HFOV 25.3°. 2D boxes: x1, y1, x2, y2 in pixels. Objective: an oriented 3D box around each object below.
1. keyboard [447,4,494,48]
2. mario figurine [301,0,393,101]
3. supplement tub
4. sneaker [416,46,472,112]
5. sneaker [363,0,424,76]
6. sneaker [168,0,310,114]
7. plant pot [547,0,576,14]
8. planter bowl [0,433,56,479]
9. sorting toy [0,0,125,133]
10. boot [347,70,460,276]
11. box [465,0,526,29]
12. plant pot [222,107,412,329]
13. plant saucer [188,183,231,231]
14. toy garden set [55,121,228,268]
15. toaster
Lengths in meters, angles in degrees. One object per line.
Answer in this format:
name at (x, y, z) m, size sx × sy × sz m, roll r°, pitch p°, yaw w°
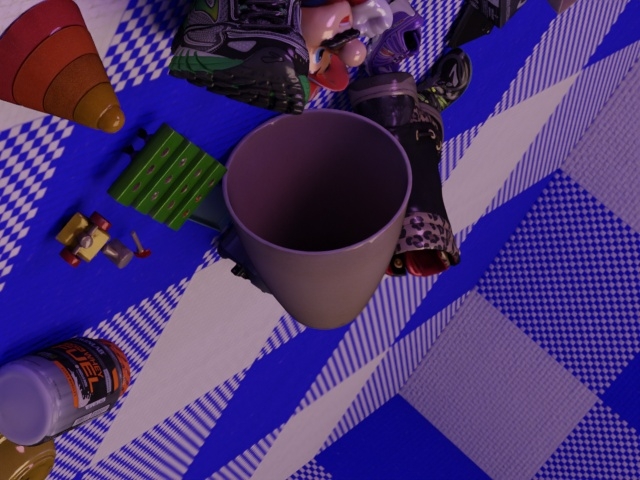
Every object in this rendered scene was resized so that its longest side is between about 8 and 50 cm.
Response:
keyboard at (0.322, -0.457, 2.337) m, size 0.201 × 0.033 × 0.317 m, roll -28°, pitch 156°, yaw -42°
mario figurine at (0.036, -0.292, 1.644) m, size 0.198 × 0.170 × 0.320 m, roll 5°, pitch 126°, yaw -28°
supplement tub at (-0.347, 0.197, 1.922) m, size 0.117 × 0.117 × 0.190 m, roll -55°, pitch 165°, yaw 25°
sneaker at (0.191, -0.245, 2.426) m, size 0.188 × 0.067 × 0.078 m, roll -50°, pitch 172°, yaw 20°
sneaker at (0.112, -0.283, 2.096) m, size 0.068 × 0.071 × 0.170 m, roll -41°, pitch 165°, yaw -24°
sneaker at (-0.079, -0.223, 1.435) m, size 0.343 × 0.134 × 0.146 m, roll -123°, pitch -129°, yaw -67°
plant pot at (0.395, -0.452, 2.301) m, size 0.109 × 0.096 × 0.109 m, roll -39°, pitch 161°, yaw -17°
planter bowl at (-0.439, 0.312, 2.004) m, size 0.217 × 0.090 × 0.217 m, roll -43°, pitch 165°, yaw -15°
sorting toy at (-0.150, -0.238, 1.355) m, size 0.365 × 0.126 × 0.127 m, roll -48°, pitch 165°, yaw 0°
boot at (0.140, -0.082, 2.237) m, size 0.138 × 0.284 × 0.377 m, roll -12°, pitch 165°, yaw 7°
box at (0.292, -0.462, 2.011) m, size 0.270 × 0.143 × 0.165 m, roll -47°, pitch 166°, yaw -6°
plant pot at (0.000, 0.000, 2.021) m, size 0.256 × 0.256 × 0.274 m, roll -41°, pitch 151°, yaw -26°
plant saucer at (-0.155, -0.052, 2.029) m, size 0.067 × 0.018 × 0.192 m, roll -49°, pitch 166°, yaw 4°
toy garden set at (-0.228, -0.048, 1.780) m, size 0.204 × 0.049 × 0.244 m, roll -50°, pitch 166°, yaw 1°
toaster at (-0.060, 0.000, 2.224) m, size 0.146 × 0.129 × 0.227 m, roll -54°, pitch 158°, yaw 6°
